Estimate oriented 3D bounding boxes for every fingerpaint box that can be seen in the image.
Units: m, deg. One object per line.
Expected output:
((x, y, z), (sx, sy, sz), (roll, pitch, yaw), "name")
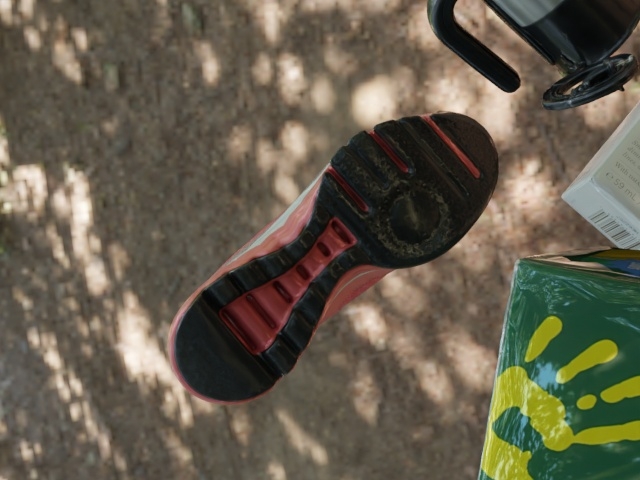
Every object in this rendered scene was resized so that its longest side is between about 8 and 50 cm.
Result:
((0.320, 0.106, 0.805), (0.371, 0.445, 0.163), (10, 94, 17), "fingerpaint box")

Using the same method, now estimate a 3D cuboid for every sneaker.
((-0.001, 0.000, 1.051), (0.116, 0.314, 0.136), (54, 171, -10), "sneaker")

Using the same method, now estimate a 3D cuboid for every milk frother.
((0.157, -0.169, 0.923), (0.129, 0.135, 0.143), (-53, 19, -3), "milk frother")

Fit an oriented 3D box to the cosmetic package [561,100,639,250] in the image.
((0.338, -0.092, 1.190), (0.117, 0.231, 0.085), (40, 166, 0), "cosmetic package")
